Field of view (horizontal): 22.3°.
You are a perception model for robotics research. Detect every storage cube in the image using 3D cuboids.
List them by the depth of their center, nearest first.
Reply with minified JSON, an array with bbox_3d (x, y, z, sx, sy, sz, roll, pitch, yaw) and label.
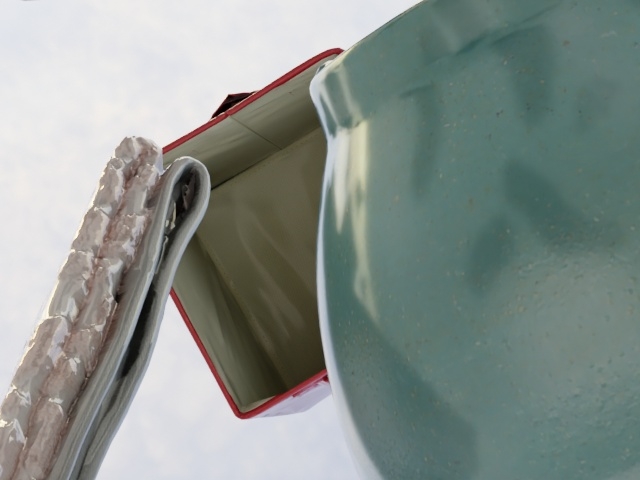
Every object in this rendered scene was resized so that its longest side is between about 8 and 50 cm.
[{"bbox_3d":[0.000,0.000,1.146,0.184,0.193,0.215,-30,-101,9],"label":"storage cube"}]

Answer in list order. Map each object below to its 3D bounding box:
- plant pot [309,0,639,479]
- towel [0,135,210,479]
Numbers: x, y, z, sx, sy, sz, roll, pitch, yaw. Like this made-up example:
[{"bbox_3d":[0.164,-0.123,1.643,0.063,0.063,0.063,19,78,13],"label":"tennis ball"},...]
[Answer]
[{"bbox_3d":[0.115,-0.017,0.619,0.293,0.293,0.196,-28,-90,1],"label":"plant pot"},{"bbox_3d":[-0.152,0.156,0.716,0.053,0.317,0.332,25,-142,-8],"label":"towel"}]
